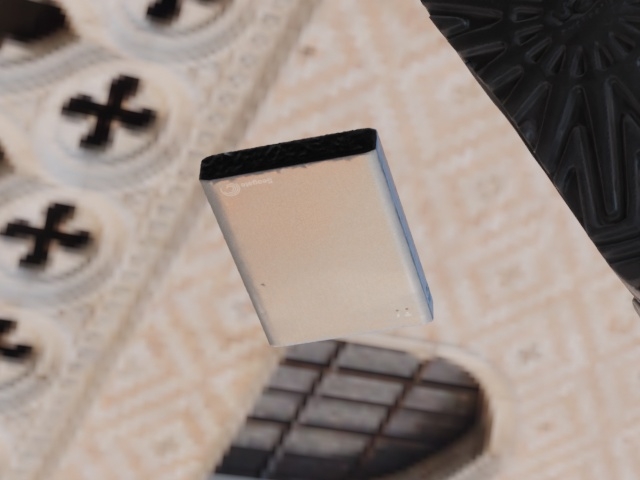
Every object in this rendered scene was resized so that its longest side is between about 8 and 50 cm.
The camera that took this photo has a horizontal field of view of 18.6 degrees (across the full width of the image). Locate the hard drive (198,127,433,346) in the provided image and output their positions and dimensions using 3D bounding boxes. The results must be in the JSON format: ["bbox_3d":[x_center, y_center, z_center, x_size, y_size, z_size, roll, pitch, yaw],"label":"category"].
[{"bbox_3d":[0.000,0.000,1.042,0.022,0.094,0.135,-88,163,-44],"label":"hard drive"}]

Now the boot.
[{"bbox_3d":[0.224,-0.021,1.110,0.146,0.445,0.367,-27,-125,16],"label":"boot"}]
